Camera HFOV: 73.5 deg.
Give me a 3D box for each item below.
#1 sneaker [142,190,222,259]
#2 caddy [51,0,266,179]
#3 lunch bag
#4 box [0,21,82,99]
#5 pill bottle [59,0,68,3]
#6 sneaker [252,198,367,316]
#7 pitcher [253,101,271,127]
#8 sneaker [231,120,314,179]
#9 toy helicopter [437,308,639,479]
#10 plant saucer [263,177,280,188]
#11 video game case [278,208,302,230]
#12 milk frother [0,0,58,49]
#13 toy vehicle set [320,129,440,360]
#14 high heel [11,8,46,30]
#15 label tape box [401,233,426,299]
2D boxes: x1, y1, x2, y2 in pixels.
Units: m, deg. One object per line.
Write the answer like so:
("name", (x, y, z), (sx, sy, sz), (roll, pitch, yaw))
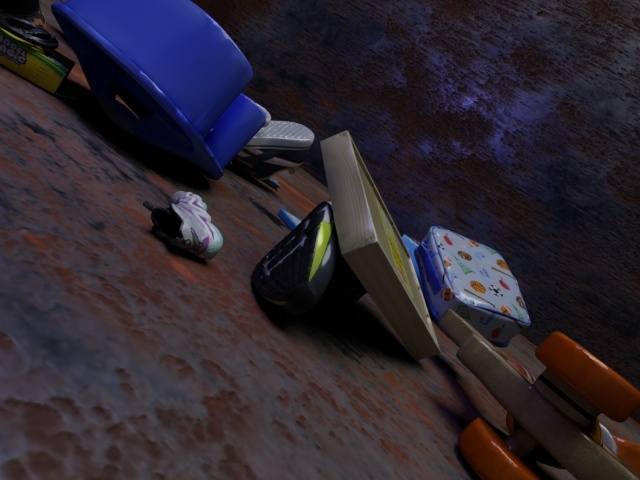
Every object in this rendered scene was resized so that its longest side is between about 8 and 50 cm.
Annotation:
("sneaker", (-0.138, -0.026, 0.400), (0.098, 0.038, 0.069), (43, 11, 38))
("caddy", (-0.246, -0.236, 0.649), (0.341, 0.179, 0.241), (41, -13, 15))
("lunch bag", (0.349, 0.099, 1.037), (0.243, 0.115, 0.303), (18, 35, -14))
("box", (-0.402, -0.254, 0.562), (0.179, 0.043, 0.105), (32, 10, -34))
("pill bottle", (-0.536, -0.529, 1.075), (0.283, 0.160, 0.160), (43, 11, 36))
("sneaker", (0.014, 0.026, 0.511), (0.121, 0.111, 0.300), (46, 14, -2))
("pitcher", (-0.211, -0.290, 0.868), (0.207, 0.125, 0.177), (40, 29, 6))
("sneaker", (-0.177, -0.211, 0.975), (0.320, 0.128, 0.126), (4, 42, -25))
("toy helicopter", (0.245, 0.177, 0.510), (0.235, 0.140, 0.355), (36, 6, -12))
("plant saucer", (-0.190, -0.195, 1.126), (0.192, 0.018, 0.067), (32, 10, -22))
("video game case", (0.000, 0.000, 0.855), (0.166, 0.015, 0.119), (29, 12, -37))
("milk frother", (-0.368, -0.331, 0.519), (0.143, 0.135, 0.129), (31, 42, -14))
("toy vehicle set", (0.079, 0.018, 0.522), (0.267, 0.035, 0.166), (54, 21, -46))
("high heel", (-0.488, -0.367, 0.581), (0.261, 0.093, 0.186), (-86, 152, -77))
("label tape box", (0.323, 0.098, 1.255), (0.249, 0.115, 0.347), (39, 8, 17))
